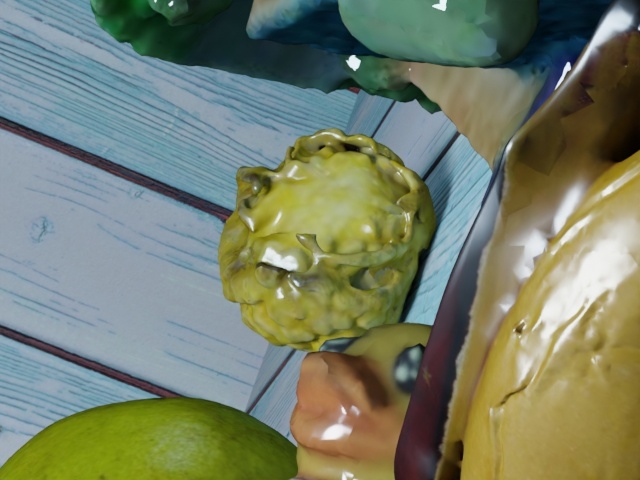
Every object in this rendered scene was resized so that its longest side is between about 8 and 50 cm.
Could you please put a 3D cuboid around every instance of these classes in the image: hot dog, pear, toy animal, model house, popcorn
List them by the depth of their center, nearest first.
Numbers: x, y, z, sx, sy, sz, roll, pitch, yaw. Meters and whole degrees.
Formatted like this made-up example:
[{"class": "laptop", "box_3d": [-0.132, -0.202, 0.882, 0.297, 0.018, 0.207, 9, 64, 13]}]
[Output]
[{"class": "hot dog", "box_3d": [0.132, 0.062, 0.453, 0.107, 0.194, 0.326, 53, 156, 38]}, {"class": "model house", "box_3d": [0.092, -0.104, 0.568, 0.280, 0.312, 0.245, 56, 129, 39]}, {"class": "toy animal", "box_3d": [0.034, 0.163, 0.777, 0.195, 0.169, 0.281, 8, 74, 49]}, {"class": "pear", "box_3d": [-0.143, 0.296, 1.138, 0.413, 0.352, 0.352, 31, -98, -86]}, {"class": "popcorn", "box_3d": [0.000, 0.000, 1.433, 0.250, 0.250, 0.190, -74, -27, -45]}]
